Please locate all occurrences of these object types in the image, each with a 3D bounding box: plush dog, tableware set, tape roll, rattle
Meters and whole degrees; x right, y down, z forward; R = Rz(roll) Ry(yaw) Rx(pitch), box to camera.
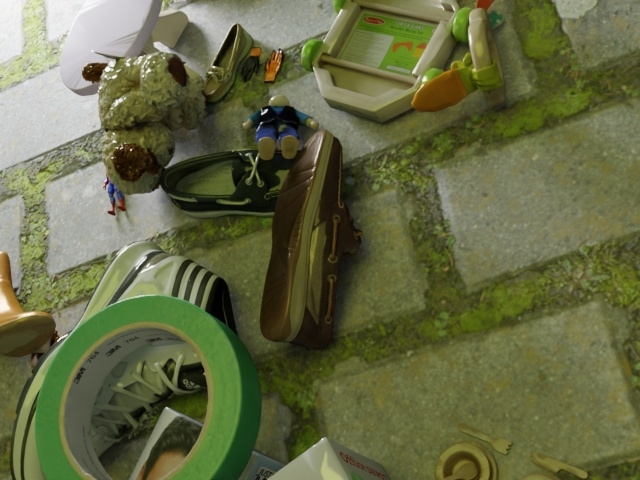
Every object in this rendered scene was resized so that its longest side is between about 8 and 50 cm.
[{"bbox_3d":[-0.317,-0.190,1.609,0.210,0.262,0.225,4,85,3],"label":"plush dog"},{"bbox_3d":[0.232,0.321,1.214,0.194,0.039,0.128,18,76,32],"label":"tableware set"},{"bbox_3d":[-0.244,0.239,1.318,0.321,0.077,0.321,-7,67,16],"label":"tape roll"},{"bbox_3d":[0.219,-0.296,1.467,0.143,0.130,0.200,-24,58,34],"label":"rattle"}]

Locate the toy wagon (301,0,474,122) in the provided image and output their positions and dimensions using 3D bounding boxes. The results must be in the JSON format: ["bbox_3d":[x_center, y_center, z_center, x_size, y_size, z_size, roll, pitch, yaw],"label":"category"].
[{"bbox_3d":[0.134,-0.364,1.574,0.267,0.068,0.344,22,78,33],"label":"toy wagon"}]

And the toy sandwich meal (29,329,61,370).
[{"bbox_3d":[-0.486,0.194,1.651,0.085,0.029,0.085,-11,62,23],"label":"toy sandwich meal"}]

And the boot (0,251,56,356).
[{"bbox_3d":[-0.572,0.108,1.670,0.295,0.104,0.211,-26,53,32],"label":"boot"}]

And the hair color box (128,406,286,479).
[{"bbox_3d":[-0.214,0.452,1.338,0.185,0.113,0.374,18,76,32],"label":"hair color box"}]

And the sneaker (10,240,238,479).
[{"bbox_3d":[-0.288,0.223,1.450,0.257,0.169,0.447,16,73,34],"label":"sneaker"}]

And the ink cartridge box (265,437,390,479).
[{"bbox_3d":[0.028,0.427,1.173,0.197,0.198,0.270,-38,56,8],"label":"ink cartridge box"}]

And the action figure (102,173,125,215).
[{"bbox_3d":[-0.385,-0.103,1.743,0.038,0.030,0.115,-26,56,20],"label":"action figure"}]

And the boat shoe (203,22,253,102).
[{"bbox_3d":[-0.178,-0.327,1.728,0.056,0.048,0.153,25,80,34],"label":"boat shoe"}]

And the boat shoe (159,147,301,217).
[{"bbox_3d":[-0.128,-0.100,1.568,0.302,0.091,0.114,-12,62,22],"label":"boat shoe"}]

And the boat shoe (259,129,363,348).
[{"bbox_3d":[0.000,0.000,1.449,0.123,0.123,0.342,-25,52,58],"label":"boat shoe"}]

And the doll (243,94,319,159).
[{"bbox_3d":[-0.066,-0.194,1.573,0.129,0.046,0.189,-3,31,-2],"label":"doll"}]

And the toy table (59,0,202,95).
[{"bbox_3d":[-0.353,-0.364,1.768,0.252,0.161,0.274,34,86,34],"label":"toy table"}]

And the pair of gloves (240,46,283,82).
[{"bbox_3d":[-0.107,-0.321,1.712,0.083,0.010,0.074,8,71,31],"label":"pair of gloves"}]
